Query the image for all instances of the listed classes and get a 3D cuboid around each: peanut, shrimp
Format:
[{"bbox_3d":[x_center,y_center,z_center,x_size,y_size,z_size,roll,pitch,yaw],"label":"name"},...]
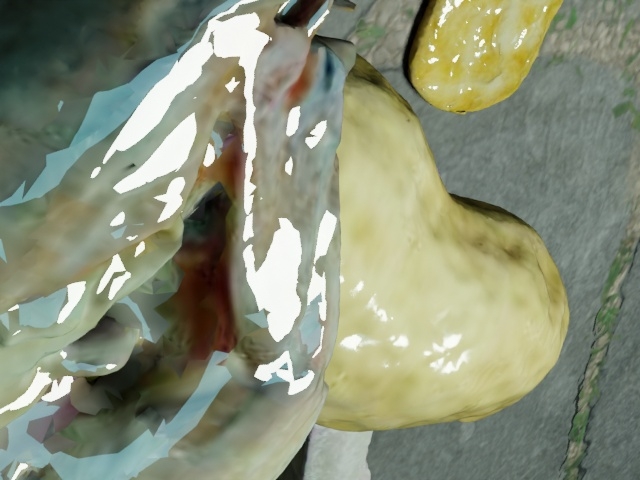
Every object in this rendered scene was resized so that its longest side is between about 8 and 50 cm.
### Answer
[{"bbox_3d":[0.000,0.000,0.872,0.387,0.169,0.192,33,70,-40],"label":"peanut"},{"bbox_3d":[-0.040,-0.006,0.360,0.164,0.062,0.317,35,95,-41],"label":"shrimp"}]

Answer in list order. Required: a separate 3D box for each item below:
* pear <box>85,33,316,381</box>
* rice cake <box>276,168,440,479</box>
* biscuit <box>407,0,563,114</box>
[{"bbox_3d":[-0.173,-0.036,0.512,0.391,0.391,0.391,-29,140,-28],"label":"pear"},{"bbox_3d":[0.017,0.080,1.090,0.070,0.064,0.399,-10,130,-25],"label":"rice cake"},{"bbox_3d":[0.132,-0.193,1.006,0.118,0.029,0.247,-3,123,-46],"label":"biscuit"}]
